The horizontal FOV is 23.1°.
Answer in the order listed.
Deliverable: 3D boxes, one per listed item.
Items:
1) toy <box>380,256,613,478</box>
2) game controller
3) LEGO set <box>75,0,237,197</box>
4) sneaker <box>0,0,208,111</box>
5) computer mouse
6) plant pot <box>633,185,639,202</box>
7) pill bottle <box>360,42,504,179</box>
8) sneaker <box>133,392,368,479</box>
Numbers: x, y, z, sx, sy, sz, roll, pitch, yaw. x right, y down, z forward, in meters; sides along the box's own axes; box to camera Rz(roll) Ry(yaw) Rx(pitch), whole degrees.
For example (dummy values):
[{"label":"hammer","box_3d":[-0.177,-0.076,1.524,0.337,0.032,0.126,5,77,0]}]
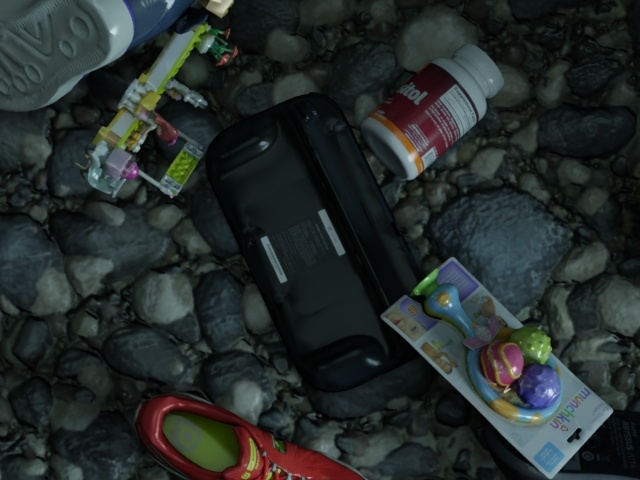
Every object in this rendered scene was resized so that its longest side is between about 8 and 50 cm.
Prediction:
[{"label":"toy","box_3d":[0.191,0.116,1.609,0.237,0.056,0.137,42,47,13]},{"label":"game controller","box_3d":[0.000,0.000,1.695,0.166,0.067,0.319,-26,80,6]},{"label":"LEGO set","box_3d":[-0.148,-0.152,1.685,0.107,0.132,0.287,35,69,-6]},{"label":"sneaker","box_3d":[-0.236,-0.258,1.663,0.236,0.322,0.130,-45,113,-36]},{"label":"computer mouse","box_3d":[0.296,0.240,1.631,0.272,0.072,0.188,12,41,-2]},{"label":"plant pot","box_3d":[0.558,0.037,1.589,0.366,0.366,0.353,-25,92,-8]},{"label":"pill bottle","box_3d":[0.124,-0.144,1.711,0.152,0.086,0.086,-42,83,-11]},{"label":"sneaker","box_3d":[-0.067,0.239,1.601,0.279,0.118,0.107,23,78,2]}]
